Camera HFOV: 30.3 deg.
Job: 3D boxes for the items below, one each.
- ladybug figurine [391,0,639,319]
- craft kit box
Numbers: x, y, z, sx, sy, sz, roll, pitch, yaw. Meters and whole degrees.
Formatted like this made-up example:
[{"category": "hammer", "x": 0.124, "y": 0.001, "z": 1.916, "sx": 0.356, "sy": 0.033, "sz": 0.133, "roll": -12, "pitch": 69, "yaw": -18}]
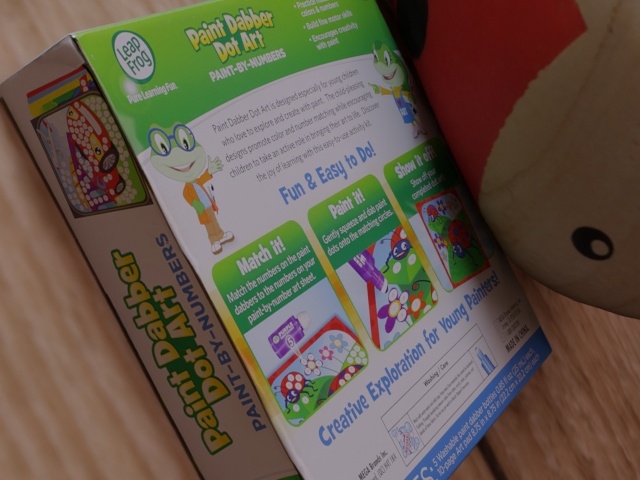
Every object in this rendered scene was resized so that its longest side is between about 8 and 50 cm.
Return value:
[{"category": "ladybug figurine", "x": 0.140, "y": -0.138, "z": 0.700, "sx": 0.305, "sy": 0.162, "sz": 0.449, "roll": 45, "pitch": 25, "yaw": -48}, {"category": "craft kit box", "x": 0.000, "y": 0.000, "z": 0.569, "sx": 0.250, "sy": 0.061, "sz": 0.247, "roll": -32, "pitch": 98, "yaw": -56}]
